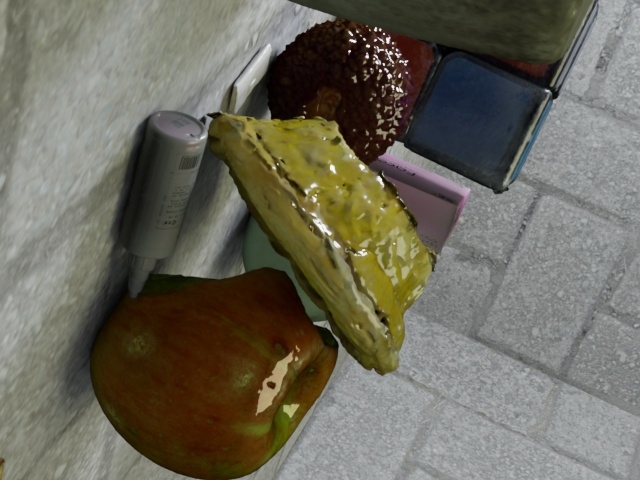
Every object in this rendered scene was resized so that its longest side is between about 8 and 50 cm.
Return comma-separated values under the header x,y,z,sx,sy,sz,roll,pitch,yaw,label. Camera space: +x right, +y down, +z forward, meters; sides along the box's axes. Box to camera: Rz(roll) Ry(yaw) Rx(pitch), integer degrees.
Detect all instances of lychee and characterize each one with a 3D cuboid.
x,y,z,sx,sy,sz,roll,pitch,yaw,label
0.027,-0.175,1.428,0.188,0.188,0.188,-62,171,-18,lychee

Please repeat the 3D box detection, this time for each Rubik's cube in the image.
x,y,z,sx,sy,sz,roll,pitch,yaw,label
0.201,-0.274,1.743,0.318,0.313,0.316,-65,171,8,Rubik's cube

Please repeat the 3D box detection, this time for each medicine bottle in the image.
x,y,z,sx,sy,sz,roll,pitch,yaw,label
-0.158,-0.026,1.137,0.058,0.057,0.199,-51,164,-57,medicine bottle

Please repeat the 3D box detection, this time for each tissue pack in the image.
x,y,z,sx,sy,sz,roll,pitch,yaw,label
0.108,-0.081,1.942,0.148,0.246,0.093,-44,156,-70,tissue pack

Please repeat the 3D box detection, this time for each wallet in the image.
x,y,z,sx,sy,sz,roll,pitch,yaw,label
-0.078,-0.181,1.328,0.083,0.011,0.044,-59,170,-37,wallet

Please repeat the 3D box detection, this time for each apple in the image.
x,y,z,sx,sy,sz,roll,pitch,yaw,label
-0.117,0.121,1.257,0.246,0.226,0.246,-52,160,-28,apple

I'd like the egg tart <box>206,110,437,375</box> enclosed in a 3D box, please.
x,y,z,sx,sy,sz,roll,pitch,yaw,label
0.010,-0.018,1.272,0.132,0.345,0.345,-37,168,-5,egg tart

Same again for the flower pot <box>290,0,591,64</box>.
x,y,z,sx,sy,sz,roll,pitch,yaw,label
0.062,-0.282,0.847,0.294,0.330,0.293,-62,172,-14,flower pot

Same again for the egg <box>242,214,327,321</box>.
x,y,z,sx,sy,sz,roll,pitch,yaw,label
0.000,0.000,1.664,0.283,0.202,0.203,-56,168,-58,egg

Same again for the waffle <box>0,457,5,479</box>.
x,y,z,sx,sy,sz,roll,pitch,yaw,label
-0.323,0.264,1.077,0.092,0.021,0.135,-52,165,-55,waffle
